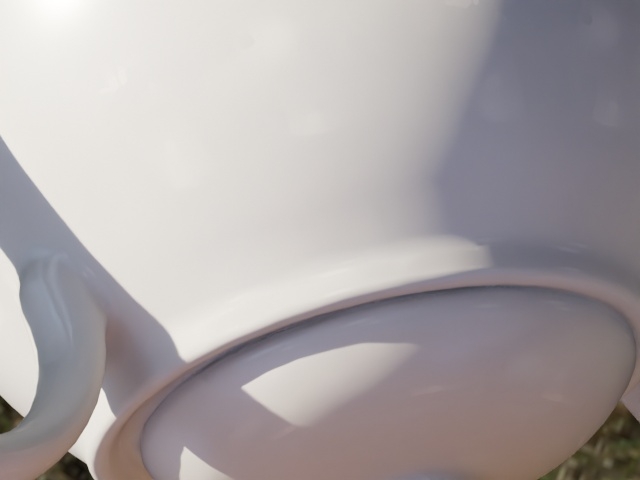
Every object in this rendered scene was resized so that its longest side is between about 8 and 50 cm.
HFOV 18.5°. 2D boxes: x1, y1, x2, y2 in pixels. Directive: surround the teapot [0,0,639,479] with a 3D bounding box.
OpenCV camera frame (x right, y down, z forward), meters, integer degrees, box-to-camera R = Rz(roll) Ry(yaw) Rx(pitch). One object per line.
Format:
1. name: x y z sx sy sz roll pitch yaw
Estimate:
1. teapot: 0.000 0.000 0.534 0.256 0.187 0.252 -14 153 2
